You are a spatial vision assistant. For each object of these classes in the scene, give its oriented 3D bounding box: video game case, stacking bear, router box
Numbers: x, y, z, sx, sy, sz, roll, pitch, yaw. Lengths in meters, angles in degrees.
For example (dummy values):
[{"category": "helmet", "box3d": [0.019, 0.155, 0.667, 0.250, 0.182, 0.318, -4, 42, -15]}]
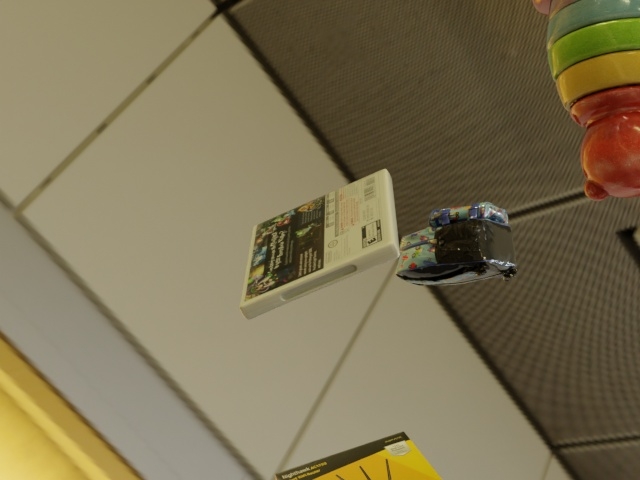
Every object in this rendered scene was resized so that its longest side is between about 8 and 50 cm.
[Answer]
[{"category": "video game case", "box3d": [0.000, 0.000, 1.088, 0.173, 0.190, 0.022, -23, -65, 12]}, {"category": "stacking bear", "box3d": [0.347, -0.190, 1.180, 0.176, 0.288, 0.164, -8, -12, 16]}, {"category": "router box", "box3d": [0.051, 0.309, 1.217, 0.133, 0.179, 0.046, -134, -145, -55]}]

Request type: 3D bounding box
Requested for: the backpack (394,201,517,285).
[{"category": "backpack", "box3d": [0.204, 0.012, 1.590, 0.173, 0.158, 0.116, -10, -100, 30]}]
